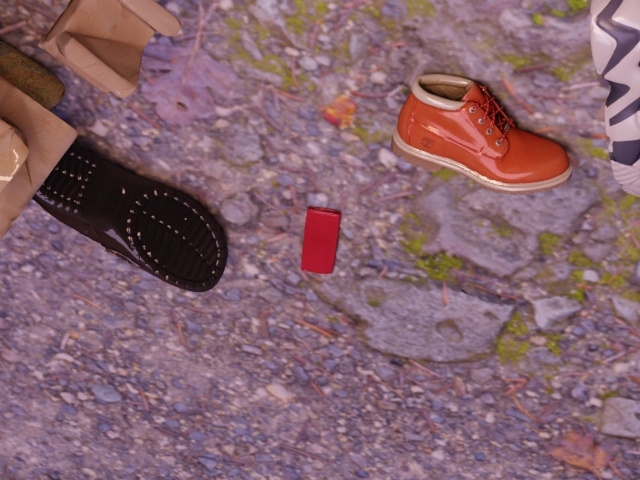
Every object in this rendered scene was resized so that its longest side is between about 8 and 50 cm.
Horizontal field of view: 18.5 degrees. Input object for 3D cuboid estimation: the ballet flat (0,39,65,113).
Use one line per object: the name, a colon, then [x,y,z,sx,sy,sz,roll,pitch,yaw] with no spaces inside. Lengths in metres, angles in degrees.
ballet flat: [-0.399,-0.164,1.719,0.349,0.123,0.123,4,136,12]

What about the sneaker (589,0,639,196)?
sneaker: [0.304,-0.122,1.563,0.153,0.094,0.235,-2,135,17]

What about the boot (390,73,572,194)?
boot: [0.143,-0.092,1.670,0.158,0.059,0.084,15,132,3]

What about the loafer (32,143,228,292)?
loafer: [-0.183,-0.026,1.831,0.220,0.080,0.078,35,166,-21]

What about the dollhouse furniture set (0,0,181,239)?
dollhouse furniture set: [-0.392,-0.159,1.585,0.394,0.256,0.362,36,91,-25]

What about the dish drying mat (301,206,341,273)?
dish drying mat: [0.000,0.000,1.840,0.032,0.008,0.083,11,136,4]
